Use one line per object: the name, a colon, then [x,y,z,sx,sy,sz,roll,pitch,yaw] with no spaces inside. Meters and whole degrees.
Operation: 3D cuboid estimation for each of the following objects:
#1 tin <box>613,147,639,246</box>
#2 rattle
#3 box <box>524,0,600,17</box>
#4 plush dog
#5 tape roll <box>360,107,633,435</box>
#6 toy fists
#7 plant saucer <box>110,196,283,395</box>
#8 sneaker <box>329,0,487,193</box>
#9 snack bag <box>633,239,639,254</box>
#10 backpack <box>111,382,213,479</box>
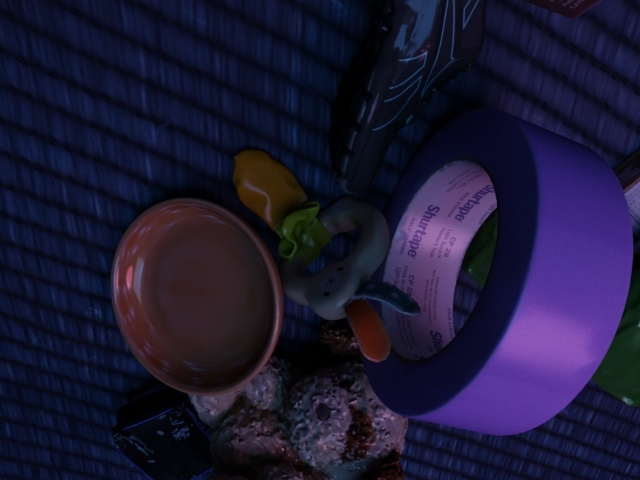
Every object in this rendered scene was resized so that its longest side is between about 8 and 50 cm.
tin: [0.360,-0.040,0.681,0.106,0.040,0.190,38,109,-22]
rattle: [0.000,0.000,0.551,0.130,0.199,0.142,-19,121,3]
box: [0.137,-0.276,0.377,0.203,0.167,0.168,14,82,-12]
plush dog: [-0.012,0.217,0.682,0.226,0.262,0.210,-16,149,8]
tape roll: [0.135,0.027,0.544,0.090,0.274,0.274,16,117,-18]
toy fists: [0.287,0.040,0.632,0.279,0.096,0.142,41,125,7]
plant saucer: [-0.122,0.055,0.610,0.200,0.037,0.199,4,99,24]
sneaker: [0.084,-0.155,0.531,0.106,0.101,0.267,11,119,-17]
snack bag: [0.513,0.033,0.723,0.343,0.037,0.323,26,114,-30]
backpack: [-0.177,0.229,0.729,0.105,0.084,0.114,-25,117,6]
